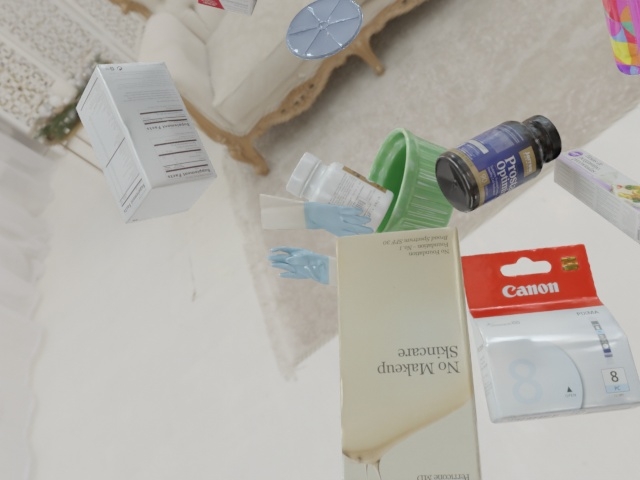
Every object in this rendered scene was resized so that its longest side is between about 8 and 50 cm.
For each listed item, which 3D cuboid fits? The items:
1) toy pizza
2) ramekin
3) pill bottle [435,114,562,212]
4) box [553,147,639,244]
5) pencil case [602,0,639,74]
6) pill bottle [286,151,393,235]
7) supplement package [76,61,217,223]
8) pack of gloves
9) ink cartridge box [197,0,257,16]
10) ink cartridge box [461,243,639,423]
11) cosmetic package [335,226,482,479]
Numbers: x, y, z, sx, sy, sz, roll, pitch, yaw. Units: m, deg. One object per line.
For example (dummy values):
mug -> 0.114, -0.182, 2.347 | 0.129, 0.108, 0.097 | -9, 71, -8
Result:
toy pizza -> 0.011, -0.518, 1.721 | 0.201, 0.032, 0.201 | -10, 59, 18
ramekin -> 0.217, -0.112, 1.721 | 0.303, 0.148, 0.303 | -165, 90, -77
pill bottle -> 0.335, -0.150, 1.311 | 0.219, 0.122, 0.123 | -27, 39, -13
box -> 0.533, -0.080, 1.269 | 0.063, 0.067, 0.324 | -13, 29, -8
pencil case -> 0.399, -0.310, 0.875 | 0.104, 0.236, 0.104 | -19, 48, 23
pill bottle -> 0.043, -0.107, 1.628 | 0.131, 0.229, 0.131 | -61, 0, 0
supplement package -> -0.310, -0.174, 1.238 | 0.139, 0.134, 0.244 | -38, 74, 47
pack of gloves -> 0.000, 0.000, 1.386 | 0.232, 0.195, 0.046 | 9, 35, 18
ink cartridge box -> -0.152, -0.453, 1.163 | 0.099, 0.135, 0.056 | 14, 58, 0
ink cartridge box -> 0.490, 0.186, 1.518 | 0.308, 0.091, 0.385 | -6, 69, -3
cosmetic package -> 0.106, 0.149, 0.862 | 0.160, 0.113, 0.309 | -6, 66, 10
